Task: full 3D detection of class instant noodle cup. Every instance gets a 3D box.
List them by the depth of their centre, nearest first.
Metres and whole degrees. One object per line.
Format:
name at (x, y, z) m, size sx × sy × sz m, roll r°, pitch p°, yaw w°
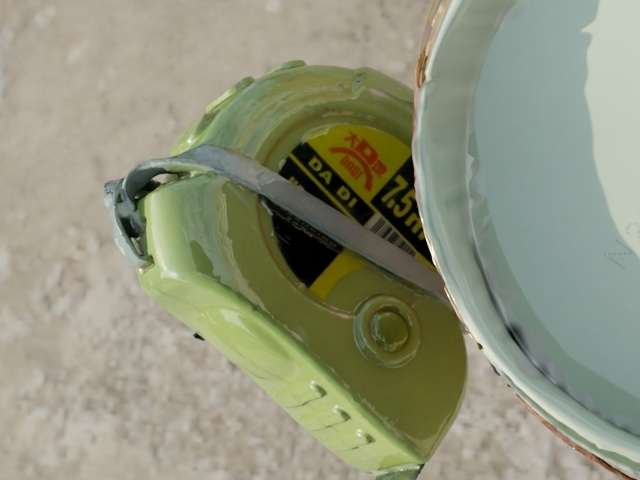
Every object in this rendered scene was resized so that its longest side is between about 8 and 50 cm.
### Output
instant noodle cup at (0.178, -0.041, 0.619) m, size 0.296 × 0.214 × 0.296 m, roll 7°, pitch 102°, yaw 33°

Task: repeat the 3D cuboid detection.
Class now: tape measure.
tape measure at (0.000, 0.000, 0.737) m, size 0.154 × 0.177 × 0.087 m, roll -55°, pitch 14°, yaw -22°
